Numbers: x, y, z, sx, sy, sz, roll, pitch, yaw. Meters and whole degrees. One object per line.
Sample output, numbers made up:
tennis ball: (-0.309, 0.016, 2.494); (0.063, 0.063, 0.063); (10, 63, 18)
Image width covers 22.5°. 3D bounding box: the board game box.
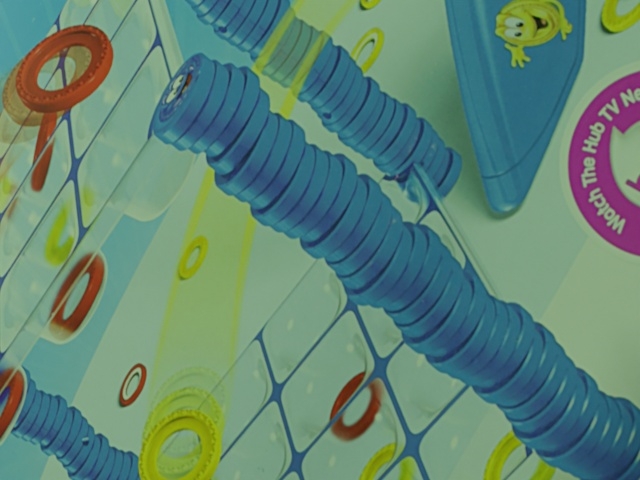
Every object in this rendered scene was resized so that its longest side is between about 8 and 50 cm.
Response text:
board game box: (-0.048, 0.011, 0.430); (0.308, 0.302, 0.086); (-62, -23, 14)
